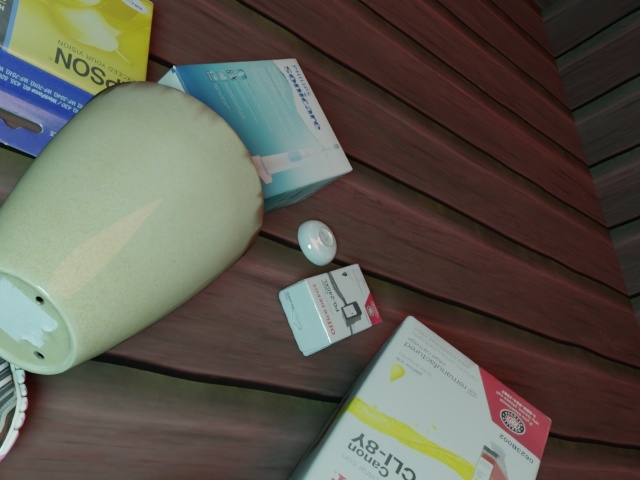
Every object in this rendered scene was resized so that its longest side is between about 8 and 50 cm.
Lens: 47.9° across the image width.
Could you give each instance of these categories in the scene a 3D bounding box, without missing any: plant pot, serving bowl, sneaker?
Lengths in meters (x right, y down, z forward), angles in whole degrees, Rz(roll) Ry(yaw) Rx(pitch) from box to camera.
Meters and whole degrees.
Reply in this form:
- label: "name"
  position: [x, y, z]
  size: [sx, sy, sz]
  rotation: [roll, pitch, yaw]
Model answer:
- label: "plant pot"
  position: [-0.232, 0.001, 0.758]
  size: [0.256, 0.257, 0.274]
  rotation: [51, 36, -14]
- label: "serving bowl"
  position: [0.000, 0.000, 1.233]
  size: [0.083, 0.027, 0.083]
  rotation: [28, 47, -36]
- label: "sneaker"
  position: [-0.338, 0.138, 0.717]
  size: [0.075, 0.063, 0.170]
  rotation: [21, 48, -42]

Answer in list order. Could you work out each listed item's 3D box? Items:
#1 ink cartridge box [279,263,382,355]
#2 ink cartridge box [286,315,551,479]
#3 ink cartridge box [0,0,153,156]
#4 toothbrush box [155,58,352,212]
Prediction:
- label: "ink cartridge box"
  position: [0.018, 0.108, 1.156]
  size: [0.151, 0.063, 0.109]
  rotation: [-14, 79, -53]
- label: "ink cartridge box"
  position: [0.132, 0.327, 1.000]
  size: [0.279, 0.160, 0.384]
  rotation: [37, 38, 6]
- label: "ink cartridge box"
  position: [-0.368, -0.261, 0.930]
  size: [0.304, 0.072, 0.307]
  rotation: [24, 49, -40]
- label: "toothbrush box"
  position: [-0.112, -0.153, 1.114]
  size: [0.296, 0.126, 0.216]
  rotation: [-25, 87, -53]
